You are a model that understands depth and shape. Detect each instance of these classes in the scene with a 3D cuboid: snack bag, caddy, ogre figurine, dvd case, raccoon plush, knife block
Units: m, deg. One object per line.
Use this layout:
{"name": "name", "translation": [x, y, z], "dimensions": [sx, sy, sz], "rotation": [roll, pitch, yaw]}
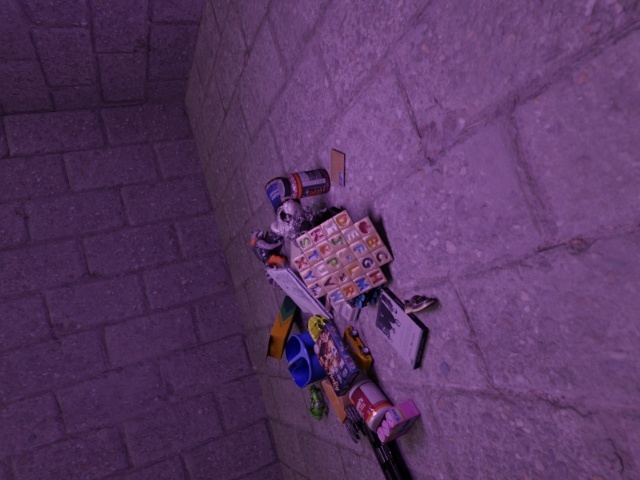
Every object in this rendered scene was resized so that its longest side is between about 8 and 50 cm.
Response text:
{"name": "snack bag", "translation": [-0.115, 0.247, 2.219], "dimensions": [0.323, 0.037, 0.342], "rotation": [49, 160, -15]}
{"name": "caddy", "translation": [-0.082, 0.593, 2.333], "dimensions": [0.241, 0.179, 0.341], "rotation": [64, 152, 24]}
{"name": "ogre figurine", "translation": [-0.021, 0.856, 2.435], "dimensions": [0.118, 0.096, 0.197], "rotation": [-115, 36, -51]}
{"name": "dvd case", "translation": [0.272, 0.299, 1.610], "dimensions": [0.239, 0.029, 0.180], "rotation": [46, 141, 47]}
{"name": "raccoon plush", "translation": [-0.044, 0.045, 1.874], "dimensions": [0.299, 0.216, 0.447], "rotation": [-1, 101, 54]}
{"name": "knife block", "translation": [0.117, 0.758, 2.095], "dimensions": [0.275, 0.088, 0.242], "rotation": [-2, 100, 64]}

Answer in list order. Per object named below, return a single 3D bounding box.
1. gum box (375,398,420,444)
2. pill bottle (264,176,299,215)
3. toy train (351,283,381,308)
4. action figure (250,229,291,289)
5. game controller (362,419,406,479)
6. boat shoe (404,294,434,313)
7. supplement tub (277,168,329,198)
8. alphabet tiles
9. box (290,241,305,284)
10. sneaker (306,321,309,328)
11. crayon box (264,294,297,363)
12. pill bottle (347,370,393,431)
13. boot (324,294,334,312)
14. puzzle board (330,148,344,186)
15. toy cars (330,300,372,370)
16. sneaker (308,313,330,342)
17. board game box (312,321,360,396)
{"name": "gum box", "translation": [0.274, 0.659, 1.688], "dimensions": [0.062, 0.107, 0.189], "rotation": [58, 149, 36]}
{"name": "pill bottle", "translation": [-0.172, -0.183, 2.212], "dimensions": [0.219, 0.122, 0.123], "rotation": [64, 152, 26]}
{"name": "toy train", "translation": [0.160, 0.172, 1.724], "dimensions": [0.105, 0.080, 0.184], "rotation": [59, 150, 34]}
{"name": "action figure", "translation": [-0.270, 0.059, 2.488], "dimensions": [0.330, 0.178, 0.341], "rotation": [53, 149, 25]}
{"name": "game controller", "translation": [0.259, 0.841, 1.853], "dimensions": [0.319, 0.067, 0.167], "rotation": [63, 156, 26]}
{"name": "boat shoe", "translation": [0.301, 0.196, 1.465], "dimensions": [0.049, 0.056, 0.152], "rotation": [67, 154, 9]}
{"name": "supplement tub", "translation": [-0.070, -0.224, 1.881], "dimensions": [0.106, 0.197, 0.106], "rotation": [42, 139, 52]}
{"name": "alphabet tiles", "translation": [0.070, 0.067, 1.651], "dimensions": [0.342, 0.011, 0.285], "rotation": [-30, 90, 25]}
{"name": "box", "translation": [-0.077, 0.069, 2.166], "dimensions": [0.113, 0.094, 0.275], "rotation": [47, 142, 47]}
{"name": "sneaker", "translation": [-0.032, 0.403, 2.230], "dimensions": [0.170, 0.089, 0.051], "rotation": [-17, 59, 62]}
{"name": "crayon box", "translation": [-0.202, 0.472, 2.437], "dimensions": [0.319, 0.081, 0.202], "rotation": [-70, -5, -46]}
{"name": "pill bottle", "translation": [0.188, 0.626, 1.839], "dimensions": [0.221, 0.121, 0.121], "rotation": [45, 141, 49]}
{"name": "boot", "translation": [0.036, 0.255, 2.021], "dimensions": [0.118, 0.041, 0.087], "rotation": [-46, -50, -78]}
{"name": "puzzle board", "translation": [0.067, -0.278, 1.788], "dimensions": [0.096, 0.011, 0.128], "rotation": [37, 135, 53]}
{"name": "toy cars", "translation": [0.104, 0.349, 1.924], "dimensions": [0.176, 0.087, 0.394], "rotation": [-22, 82, 65]}
{"name": "sneaker", "translation": [0.030, 0.470, 2.088], "dimensions": [0.296, 0.109, 0.124], "rotation": [58, 156, 18]}
{"name": "board game box", "translation": [0.059, 0.479, 1.892], "dimensions": [0.243, 0.042, 0.165], "rotation": [57, 137, 39]}
